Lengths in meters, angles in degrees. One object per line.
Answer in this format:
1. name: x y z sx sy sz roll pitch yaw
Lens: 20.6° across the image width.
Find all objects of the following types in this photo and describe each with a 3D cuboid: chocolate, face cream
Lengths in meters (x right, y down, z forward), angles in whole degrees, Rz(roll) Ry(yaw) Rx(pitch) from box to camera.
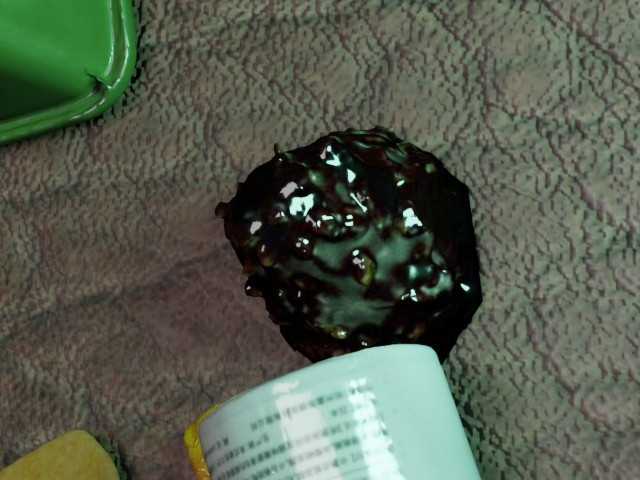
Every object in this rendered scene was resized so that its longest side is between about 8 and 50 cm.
1. chocolate: 0.000 0.000 1.010 0.156 0.133 0.156 -4 80 27
2. face cream: 0.054 0.251 0.941 0.145 0.145 0.370 -24 74 20

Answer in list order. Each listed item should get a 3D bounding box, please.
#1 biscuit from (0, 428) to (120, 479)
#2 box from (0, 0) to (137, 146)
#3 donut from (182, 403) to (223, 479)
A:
1. biscuit: -0.245 0.248 1.063 0.306 0.043 0.284 3 71 1
2. box: -0.278 -0.228 1.148 0.252 0.177 0.329 -14 77 25
3. donut: -0.046 0.135 1.067 0.038 0.067 0.083 -50 34 17
